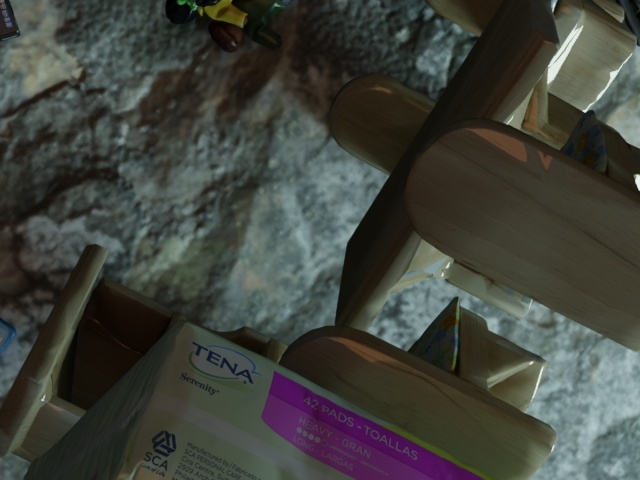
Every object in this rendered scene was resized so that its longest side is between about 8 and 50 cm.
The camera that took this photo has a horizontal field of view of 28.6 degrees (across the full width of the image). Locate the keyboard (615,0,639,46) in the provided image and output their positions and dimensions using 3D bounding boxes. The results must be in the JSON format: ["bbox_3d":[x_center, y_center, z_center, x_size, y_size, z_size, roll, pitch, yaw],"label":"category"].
[{"bbox_3d":[0.342,-0.302,0.975,0.317,0.033,0.201,-29,95,-7],"label":"keyboard"}]

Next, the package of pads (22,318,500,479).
[{"bbox_3d":[-0.032,0.167,0.647,0.229,0.296,0.101,29,58,-14],"label":"package of pads"}]

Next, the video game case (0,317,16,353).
[{"bbox_3d":[-0.318,0.097,0.905,0.119,0.015,0.166,37,87,-7],"label":"video game case"}]

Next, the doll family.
[{"bbox_3d":[-0.095,-0.214,0.898,0.111,0.076,0.193,-42,91,6],"label":"doll family"}]

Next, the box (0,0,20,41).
[{"bbox_3d":[-0.261,-0.178,0.901,0.067,0.018,0.083,-17,94,-7],"label":"box"}]

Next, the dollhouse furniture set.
[{"bbox_3d":[0.000,0.000,0.786,0.256,0.362,0.394,27,118,-9],"label":"dollhouse furniture set"}]
